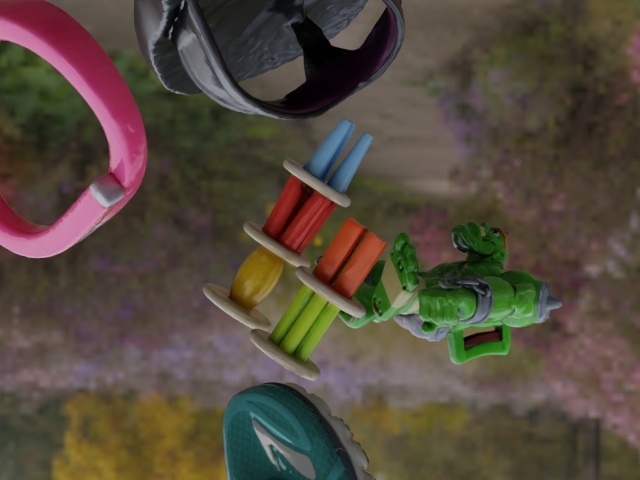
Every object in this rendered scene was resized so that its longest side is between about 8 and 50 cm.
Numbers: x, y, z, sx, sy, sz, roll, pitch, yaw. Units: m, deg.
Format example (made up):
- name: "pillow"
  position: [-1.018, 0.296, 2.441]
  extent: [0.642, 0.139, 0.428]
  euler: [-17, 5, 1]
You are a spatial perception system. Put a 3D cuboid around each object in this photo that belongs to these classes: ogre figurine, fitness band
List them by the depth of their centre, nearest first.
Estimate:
- name: "ogre figurine"
  position: [0.081, 0.037, 1.250]
  extent: [0.118, 0.097, 0.197]
  euler: [3, 162, -27]
- name: "fitness band"
  position: [-0.259, -0.095, 1.577]
  extent: [0.054, 0.209, 0.291]
  euler: [-38, -178, -36]

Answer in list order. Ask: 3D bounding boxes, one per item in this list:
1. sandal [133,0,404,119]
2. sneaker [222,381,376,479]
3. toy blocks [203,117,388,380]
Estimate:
- name: "sandal"
  position: [-0.024, -0.133, 1.028]
  extent: [0.167, 0.107, 0.446]
  euler: [-33, 174, 1]
- name: "sneaker"
  position: [-0.026, 0.206, 1.056]
  extent: [0.110, 0.275, 0.107]
  euler: [18, 143, -37]
- name: "toy blocks"
  position: [0.000, 0.000, 1.153]
  extent: [0.054, 0.148, 0.123]
  euler: [29, -173, -39]
